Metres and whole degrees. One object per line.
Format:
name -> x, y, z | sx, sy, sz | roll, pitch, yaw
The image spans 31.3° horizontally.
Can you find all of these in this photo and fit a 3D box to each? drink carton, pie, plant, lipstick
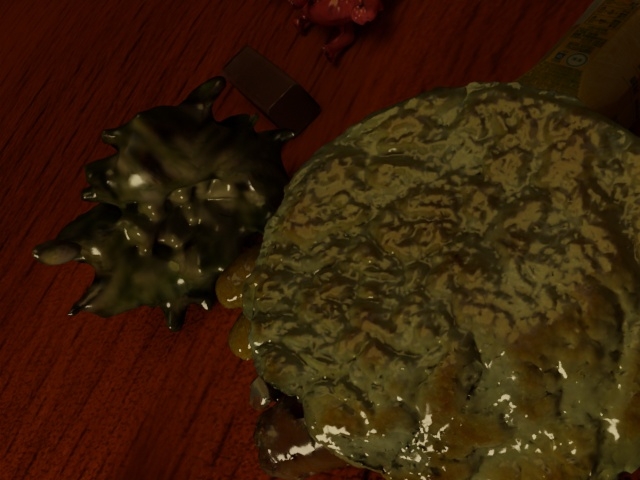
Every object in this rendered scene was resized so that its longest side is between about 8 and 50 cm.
drink carton -> 0.209, -0.129, 0.791 | 0.074, 0.084, 0.200 | 22, 57, 40
pie -> 0.083, 0.030, 0.669 | 0.274, 0.105, 0.257 | 7, 82, 27
plant -> -0.162, -0.065, 1.078 | 0.251, 0.180, 0.333 | -36, 29, -4
lipstick -> -0.052, -0.152, 1.152 | 0.045, 0.045, 0.145 | -44, 34, 0

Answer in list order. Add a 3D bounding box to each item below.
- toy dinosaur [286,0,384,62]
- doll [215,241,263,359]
toy dinosaur -> 0.020, -0.279, 1.206 | 0.139, 0.070, 0.286 | -34, 30, -2
doll -> 0.000, 0.000, 0.810 | 0.209, 0.097, 0.137 | -38, 36, 17
